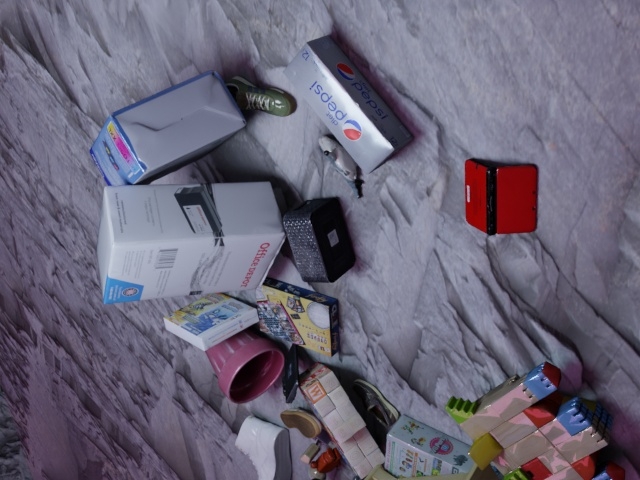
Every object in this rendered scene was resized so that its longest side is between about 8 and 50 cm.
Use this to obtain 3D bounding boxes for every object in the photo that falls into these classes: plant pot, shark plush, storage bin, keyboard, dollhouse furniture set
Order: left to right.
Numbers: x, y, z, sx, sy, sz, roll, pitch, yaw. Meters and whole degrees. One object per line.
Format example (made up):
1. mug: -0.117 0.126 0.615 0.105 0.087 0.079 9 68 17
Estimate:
1. plant pot: -0.232 0.333 1.951 0.180 0.201 0.201 40 135 33
2. keyboard: -0.079 0.366 1.855 0.023 0.180 0.108 19 116 -13
3. dollhouse furniture set: -0.038 0.607 2.001 0.091 0.114 0.081 34 135 15
4. storage bin: 0.000 0.000 1.612 0.084 0.122 0.180 -1 114 39
5. shark plush: 0.055 -0.171 1.541 0.161 0.073 0.067 47 158 -23

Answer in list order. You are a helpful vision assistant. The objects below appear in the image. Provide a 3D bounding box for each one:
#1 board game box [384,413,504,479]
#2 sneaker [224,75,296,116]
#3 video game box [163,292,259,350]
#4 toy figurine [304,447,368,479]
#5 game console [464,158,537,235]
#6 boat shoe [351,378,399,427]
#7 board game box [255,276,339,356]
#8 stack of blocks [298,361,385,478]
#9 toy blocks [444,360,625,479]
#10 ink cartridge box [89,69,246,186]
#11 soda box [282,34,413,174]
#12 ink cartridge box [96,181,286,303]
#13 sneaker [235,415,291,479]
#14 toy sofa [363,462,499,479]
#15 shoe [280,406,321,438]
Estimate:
1. board game box: 0.314 0.609 1.740 0.303 0.097 0.224 19 124 27
2. sneaker: -0.158 -0.322 1.573 0.192 0.086 0.064 26 128 24
3. video game box: -0.306 0.220 1.907 0.205 0.187 0.048 16 121 46
4. toy figurine: 0.039 0.725 1.936 0.210 0.213 0.148 34 123 3
5. game console: 0.356 -0.090 1.359 0.124 0.085 0.144 -140 38 -57
6. boat shoe: 0.140 0.430 1.802 0.152 0.049 0.056 39 133 14
7. board game box: -0.064 0.202 1.834 0.243 0.042 0.165 16 123 31
8. stack of blocks: 0.054 0.480 1.818 0.297 0.087 0.171 58 168 -6
9. toy blocks: 0.496 0.420 1.454 0.381 0.191 0.261 48 123 6
10. ink cartridge box: -0.382 -0.235 1.625 0.151 0.270 0.395 62 154 -5
11. soda box: 0.057 -0.284 1.425 0.286 0.091 0.098 50 133 2
12. ink cartridge box: -0.318 0.005 1.640 0.285 0.395 0.166 123 137 -52
13. sneaker: -0.187 0.694 2.181 0.169 0.108 0.292 16 114 32
14. toy sofa: 0.262 0.638 1.628 0.363 0.150 0.177 -23 98 42
15. shoe: -0.047 0.508 1.940 0.219 0.058 0.076 -9 103 63
